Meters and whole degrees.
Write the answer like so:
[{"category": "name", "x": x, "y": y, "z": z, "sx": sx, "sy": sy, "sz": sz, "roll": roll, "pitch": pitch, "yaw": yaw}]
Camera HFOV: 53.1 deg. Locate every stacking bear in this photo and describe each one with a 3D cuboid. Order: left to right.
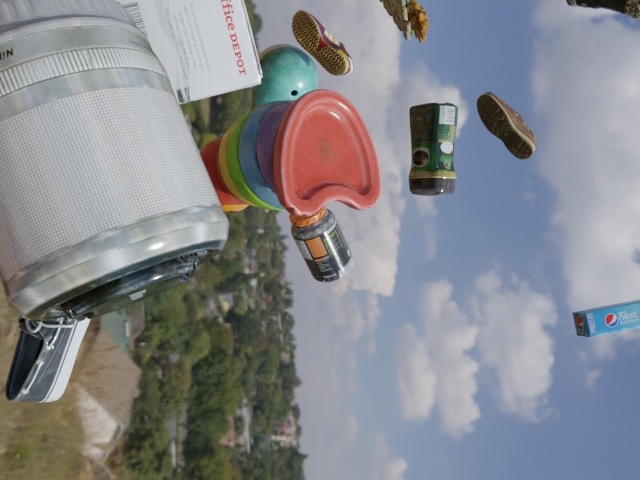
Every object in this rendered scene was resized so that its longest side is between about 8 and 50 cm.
[{"category": "stacking bear", "x": -0.080, "y": -0.111, "z": 0.932, "sx": 0.289, "sy": 0.175, "sz": 0.164, "roll": -4, "pitch": -87, "yaw": 48}]

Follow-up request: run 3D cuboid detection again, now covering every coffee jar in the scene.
[{"category": "coffee jar", "x": 0.227, "y": -0.182, "z": 1.297, "sx": 0.096, "sy": 0.079, "sz": 0.184, "roll": 6, "pitch": -84, "yaw": 52}]

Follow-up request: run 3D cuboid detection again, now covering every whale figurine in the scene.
[{"category": "whale figurine", "x": -0.116, "y": -0.384, "z": 1.713, "sx": 0.272, "sy": 0.216, "sz": 0.141, "roll": -53, "pitch": -140, "yaw": 23}]

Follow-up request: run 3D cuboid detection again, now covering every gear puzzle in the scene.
[{"category": "gear puzzle", "x": 0.170, "y": -0.528, "z": 1.348, "sx": 0.339, "sy": 0.044, "sz": 0.175, "roll": -107, "pitch": 179, "yaw": -46}]

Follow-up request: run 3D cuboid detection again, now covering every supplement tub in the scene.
[{"category": "supplement tub", "x": 0.000, "y": 0.000, "z": 1.585, "sx": 0.117, "sy": 0.117, "sz": 0.190, "roll": -102, "pitch": 169, "yaw": -59}]

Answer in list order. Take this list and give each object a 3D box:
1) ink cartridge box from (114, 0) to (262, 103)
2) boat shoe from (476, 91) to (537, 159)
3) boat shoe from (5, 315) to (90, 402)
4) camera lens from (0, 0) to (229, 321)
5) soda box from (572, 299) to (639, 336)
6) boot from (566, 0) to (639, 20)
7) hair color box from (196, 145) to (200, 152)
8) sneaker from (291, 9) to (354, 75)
[{"category": "ink cartridge box", "x": -0.183, "y": -0.246, "z": 0.798, "sx": 0.082, "sy": 0.191, "sz": 0.139, "roll": -117, "pitch": -168, "yaw": -65}, {"category": "boat shoe", "x": 0.418, "y": -0.262, "z": 1.431, "sx": 0.178, "sy": 0.060, "sz": 0.064, "roll": 47, "pitch": -36, "yaw": -8}, {"category": "boat shoe", "x": -0.505, "y": 0.149, "z": 1.178, "sx": 0.105, "sy": 0.113, "sz": 0.306, "roll": 15, "pitch": 96, "yaw": -55}, {"category": "camera lens", "x": -0.232, "y": -0.071, "z": 0.637, "sx": 0.219, "sy": 0.219, "sz": 0.274, "roll": 121, "pitch": -54, "yaw": -84}, {"category": "soda box", "x": 0.787, "y": 0.204, "z": 1.699, "sx": 0.071, "sy": 0.210, "sz": 0.067, "roll": 133, "pitch": -52, "yaw": -83}, {"category": "boot", "x": 0.617, "y": -0.580, "z": 1.318, "sx": 0.179, "sy": 0.085, "sz": 0.236, "roll": 37, "pitch": -37, "yaw": 35}, {"category": "hair color box", "x": -0.422, "y": -0.125, "z": 1.374, "sx": 0.110, "sy": 0.339, "sz": 0.185, "roll": 55, "pitch": -1, "yaw": 1}, {"category": "sneaker", "x": 0.006, "y": -0.460, "z": 1.507, "sx": 0.185, "sy": 0.069, "sz": 0.084, "roll": 53, "pitch": 27, "yaw": 4}]
